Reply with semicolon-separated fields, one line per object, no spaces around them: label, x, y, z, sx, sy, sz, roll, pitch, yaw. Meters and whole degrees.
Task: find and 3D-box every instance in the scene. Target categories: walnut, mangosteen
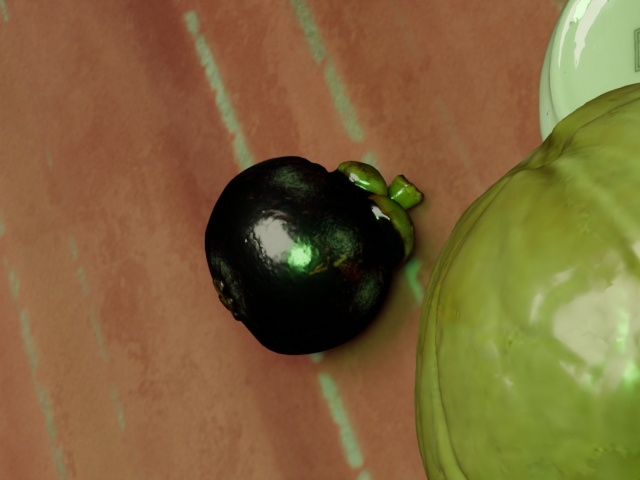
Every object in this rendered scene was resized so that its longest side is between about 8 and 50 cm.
walnut;0.188;0.081;0.873;0.277;0.313;0.252;-48;16;-27
mangosteen;0.000;0.000;1.230;0.151;0.137;0.137;-29;41;-16

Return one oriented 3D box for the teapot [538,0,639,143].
teapot;0.236;-0.087;1.031;0.300;0.166;0.208;-7;57;34
